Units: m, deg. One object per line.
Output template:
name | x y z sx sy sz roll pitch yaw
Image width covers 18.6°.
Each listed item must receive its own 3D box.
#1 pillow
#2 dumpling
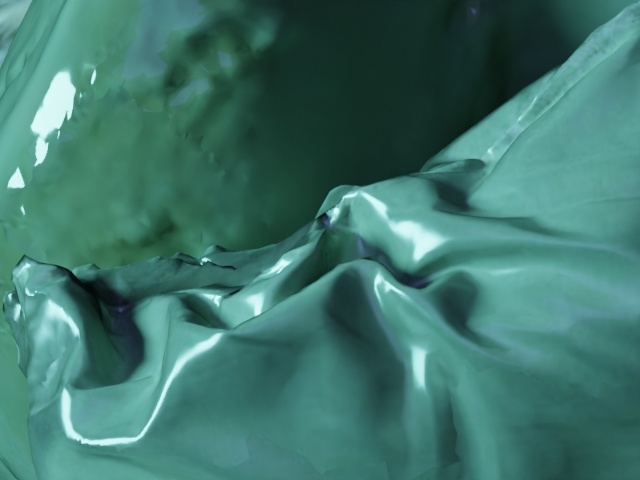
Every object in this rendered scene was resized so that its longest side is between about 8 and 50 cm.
pillow | 0.088 0.092 0.533 0.283 0.310 0.138 -22 9 10
dumpling | -0.029 -0.004 0.666 0.212 0.320 0.270 -15 58 -28
